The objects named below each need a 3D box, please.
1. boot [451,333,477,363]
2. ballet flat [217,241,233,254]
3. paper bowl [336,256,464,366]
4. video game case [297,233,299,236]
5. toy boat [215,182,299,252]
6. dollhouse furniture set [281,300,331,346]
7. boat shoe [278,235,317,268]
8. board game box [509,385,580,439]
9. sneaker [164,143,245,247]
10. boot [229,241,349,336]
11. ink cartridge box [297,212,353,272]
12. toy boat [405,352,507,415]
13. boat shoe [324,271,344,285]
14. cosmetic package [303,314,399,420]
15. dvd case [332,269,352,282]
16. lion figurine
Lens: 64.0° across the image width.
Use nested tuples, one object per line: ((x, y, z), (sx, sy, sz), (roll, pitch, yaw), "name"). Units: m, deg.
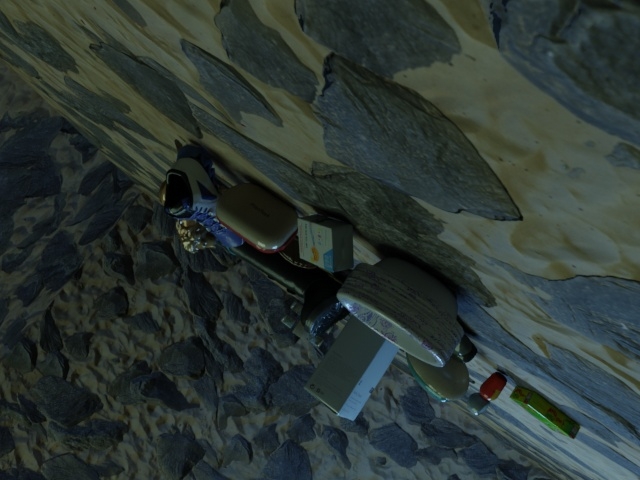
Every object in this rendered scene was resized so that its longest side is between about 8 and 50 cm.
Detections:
((0.301, 0.222, 1.374), (0.161, 0.083, 0.246), (54, 161, -24), "boot")
((-0.390, -0.064, 2.053), (0.182, 0.164, 0.483), (55, 173, 9), "ballet flat")
((0.189, 0.146, 1.151), (0.284, 0.148, 0.284), (35, 169, 8), "paper bowl")
((-0.016, -0.002, 1.495), (0.119, 0.015, 0.166), (37, 169, -1), "video game case")
((-0.172, -0.045, 1.380), (0.231, 0.151, 0.151), (34, 149, 13), "toy boat")
((-0.033, 0.337, 2.347), (0.212, 0.242, 0.161), (34, 168, 9), "dollhouse furniture set")
((-0.105, 0.000, 1.636), (0.257, 0.095, 0.095), (30, -161, 4), "boat shoe")
((0.654, 0.501, 1.496), (0.181, 0.043, 0.092), (37, 168, -8), "board game box")
((-0.338, -0.090, 1.421), (0.128, 0.182, 0.315), (-12, 120, 28), "sneaker")
((-0.116, 0.108, 1.672), (0.445, 0.146, 0.367), (38, -170, 16), "boot")
((0.000, 0.000, 1.207), (0.181, 0.062, 0.104), (20, 117, 54), "ink cartridge box")
((0.384, 0.404, 1.498), (0.318, 0.148, 0.267), (27, -159, -10), "toy boat")
((-0.012, 0.168, 1.938), (0.302, 0.098, 0.109), (25, 165, 23), "boat shoe")
((0.135, 0.400, 1.752), (0.156, 0.385, 0.217), (31, 170, 28), "cosmetic package")
((0.104, 0.132, 1.678), (0.221, 0.018, 0.164), (27, 165, 39), "dvd case")
((-0.419, -0.124, 1.611), (0.142, 0.240, 0.392), (30, 167, 29), "lion figurine")
